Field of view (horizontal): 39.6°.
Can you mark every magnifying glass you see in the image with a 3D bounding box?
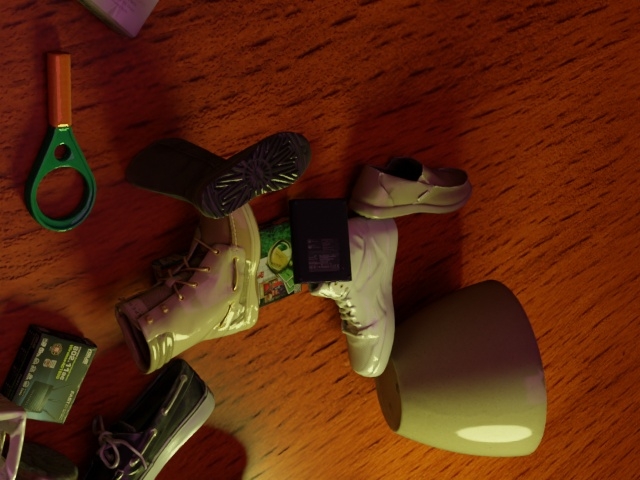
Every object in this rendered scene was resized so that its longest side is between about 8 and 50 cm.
[{"bbox_3d":[-0.332,-0.123,1.135,0.092,0.026,0.231,-12,117,-39],"label":"magnifying glass"}]

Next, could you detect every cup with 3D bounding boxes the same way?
[{"bbox_3d":[0.234,0.251,1.646,0.237,0.331,0.331,-7,114,-13],"label":"cup"}]

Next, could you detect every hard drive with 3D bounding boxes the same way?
[{"bbox_3d":[0.000,0.000,1.415,0.094,0.022,0.135,-2,83,-19],"label":"hard drive"}]

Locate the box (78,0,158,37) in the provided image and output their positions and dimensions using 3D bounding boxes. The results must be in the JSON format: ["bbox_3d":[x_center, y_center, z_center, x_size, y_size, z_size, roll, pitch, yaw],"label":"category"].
[{"bbox_3d":[-0.230,-0.444,1.069,0.232,0.058,0.322,37,80,-44],"label":"box"}]

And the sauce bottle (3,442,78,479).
[{"bbox_3d":[-0.438,0.453,1.216,0.111,0.111,0.344,17,96,-45],"label":"sauce bottle"}]

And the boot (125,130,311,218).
[{"bbox_3d":[-0.139,-0.103,1.188,0.190,0.208,0.076,-27,114,-26],"label":"boot"}]

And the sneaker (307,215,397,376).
[{"bbox_3d":[0.039,0.101,1.523,0.169,0.108,0.292,-6,101,-40],"label":"sneaker"}]

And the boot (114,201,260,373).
[{"bbox_3d":[-0.190,0.048,1.248,0.203,0.095,0.262,-24,130,-33],"label":"boot"}]

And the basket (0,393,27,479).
[{"bbox_3d":[-0.469,0.248,1.103,0.167,0.103,0.113,4,104,-45],"label":"basket"}]

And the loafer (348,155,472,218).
[{"bbox_3d":[0.168,-0.100,1.552,0.268,0.102,0.092,-13,122,-38],"label":"loafer"}]

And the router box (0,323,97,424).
[{"bbox_3d":[-0.372,0.184,1.213,0.092,0.038,0.122,24,90,-46],"label":"router box"}]

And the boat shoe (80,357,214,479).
[{"bbox_3d":[-0.282,0.303,1.297,0.306,0.113,0.105,-45,126,-23],"label":"boat shoe"}]

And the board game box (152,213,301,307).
[{"bbox_3d":[-0.138,0.057,1.386,0.260,0.030,0.136,-21,118,-36],"label":"board game box"}]
